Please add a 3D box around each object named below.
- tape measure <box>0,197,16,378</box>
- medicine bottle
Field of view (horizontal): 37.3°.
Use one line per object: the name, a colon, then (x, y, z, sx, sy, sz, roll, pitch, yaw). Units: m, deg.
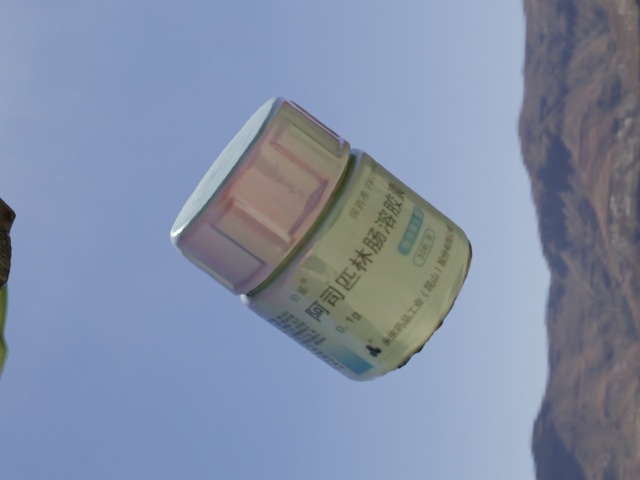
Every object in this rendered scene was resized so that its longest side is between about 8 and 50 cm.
tape measure: (-0.179, 0.031, 0.320, 0.177, 0.154, 0.087, -62, -36, -15)
medicine bottle: (0.000, 0.000, 0.637, 0.135, 0.168, 0.135, -50, 13, 15)
